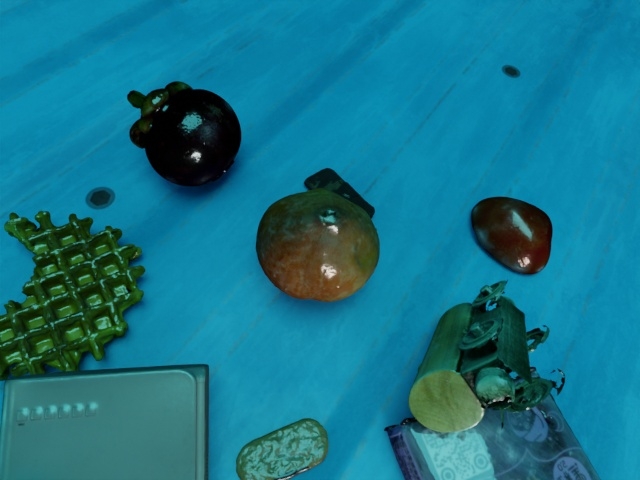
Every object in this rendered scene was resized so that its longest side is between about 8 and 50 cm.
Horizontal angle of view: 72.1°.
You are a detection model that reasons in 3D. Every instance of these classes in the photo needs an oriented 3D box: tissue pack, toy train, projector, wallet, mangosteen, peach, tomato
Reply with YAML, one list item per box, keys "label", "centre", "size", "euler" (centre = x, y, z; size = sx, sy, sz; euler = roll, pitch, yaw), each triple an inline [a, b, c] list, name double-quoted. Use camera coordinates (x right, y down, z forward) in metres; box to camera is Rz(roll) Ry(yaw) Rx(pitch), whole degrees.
- label: "tissue pack"
  centre: [0.283, 0.397, 0.624]
  size: [0.259, 0.122, 0.361]
  euler: [-17, 65, -16]
- label: "toy train"
  centre: [0.238, 0.175, 0.655]
  size: [0.126, 0.189, 0.307]
  euler: [45, 26, 8]
- label: "projector"
  centre: [-0.279, 0.275, 0.590]
  size: [0.251, 0.108, 0.198]
  euler: [-1, 78, -10]
- label: "wallet"
  centre: [0.041, -0.090, 0.930]
  size: [0.082, 0.018, 0.156]
  euler: [-32, 68, -24]
- label: "mangosteen"
  centre: [-0.267, -0.216, 0.849]
  size: [0.230, 0.194, 0.194]
  euler: [44, 59, -15]
- label: "peach"
  centre: [0.000, 0.000, 0.750]
  size: [0.233, 0.232, 0.232]
  euler: [4, 59, -6]
- label: "tomato"
  centre: [0.404, -0.028, 0.911]
  size: [0.174, 0.082, 0.166]
  euler: [23, 60, 2]

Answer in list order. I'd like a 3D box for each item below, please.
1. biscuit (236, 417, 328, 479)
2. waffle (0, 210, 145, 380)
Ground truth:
- label: "biscuit"
  centre: [-0.056, 0.324, 0.669]
  size: [0.147, 0.018, 0.071]
  euler: [-18, 61, -17]
- label: "waffle"
  centre: [-0.429, 0.089, 0.725]
  size: [0.260, 0.069, 0.292]
  euler: [13, 59, -6]
